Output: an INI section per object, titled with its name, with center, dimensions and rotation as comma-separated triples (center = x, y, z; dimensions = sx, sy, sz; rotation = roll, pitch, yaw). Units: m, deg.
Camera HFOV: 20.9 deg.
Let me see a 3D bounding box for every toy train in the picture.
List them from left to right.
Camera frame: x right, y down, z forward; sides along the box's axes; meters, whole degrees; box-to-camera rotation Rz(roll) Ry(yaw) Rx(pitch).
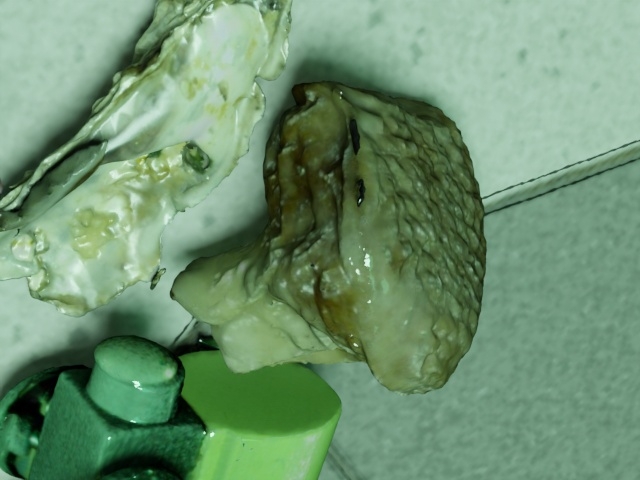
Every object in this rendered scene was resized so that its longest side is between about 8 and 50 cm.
[toy train]
center = -0.076, 0.151, 0.762
dimensions = 0.157, 0.105, 0.253
rotation = -1, 120, -37

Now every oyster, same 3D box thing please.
[oyster]
center = -0.069, -0.045, 0.690
dimensions = 0.200, 0.061, 0.106
rotation = -38, 142, 4

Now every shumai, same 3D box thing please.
[shumai]
center = 0.000, 0.004, 0.704
dimensions = 0.116, 0.145, 0.145
rotation = -14, 128, 24

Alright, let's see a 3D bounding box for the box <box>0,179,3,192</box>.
[box]
center = -0.309, 0.023, 0.582
dimensions = 0.370, 0.112, 0.190
rotation = -39, 123, 1
